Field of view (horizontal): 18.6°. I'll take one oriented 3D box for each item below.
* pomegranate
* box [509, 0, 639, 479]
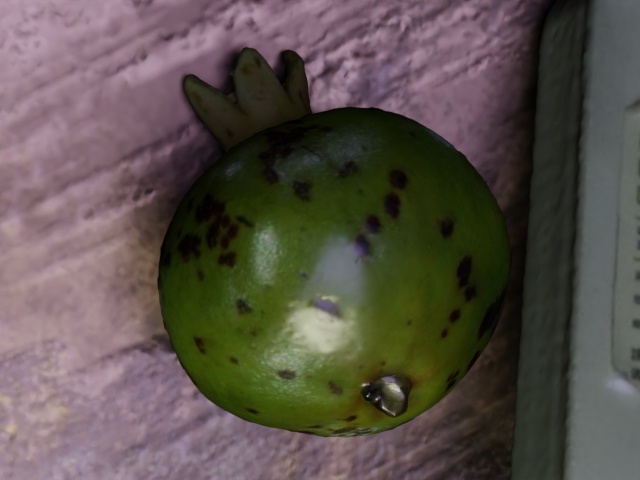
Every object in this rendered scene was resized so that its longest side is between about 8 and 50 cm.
[{"bbox_3d":[0.000,0.000,1.163,0.211,0.211,0.263,-15,56,-10],"label":"pomegranate"},{"bbox_3d":[0.324,0.032,1.245,0.396,0.111,0.396,10,74,-16],"label":"box"}]
